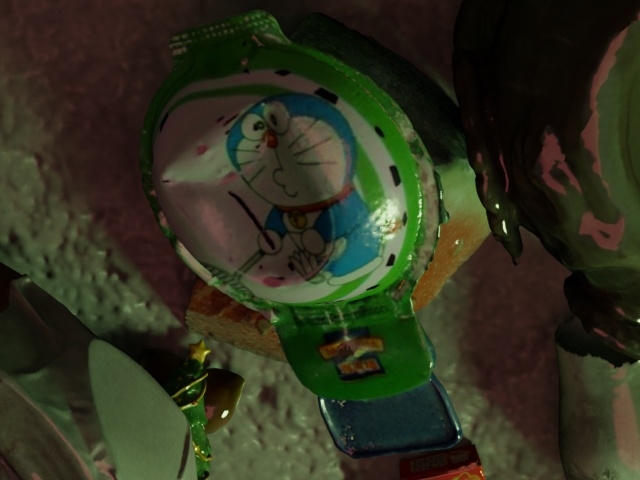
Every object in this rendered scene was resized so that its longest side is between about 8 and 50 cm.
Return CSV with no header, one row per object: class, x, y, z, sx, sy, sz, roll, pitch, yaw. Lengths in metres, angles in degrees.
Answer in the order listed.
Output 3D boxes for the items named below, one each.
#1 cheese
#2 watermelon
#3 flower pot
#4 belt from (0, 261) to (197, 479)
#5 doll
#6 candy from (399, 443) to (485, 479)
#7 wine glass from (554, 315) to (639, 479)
cheese,-0.004,0.005,1.195,0.204,0.083,0.320,-11,113,29
watermelon,0.000,0.000,1.305,0.193,0.140,0.257,35,114,-3
flower pot,0.222,-0.086,1.191,0.302,0.213,0.302,-3,108,-10
belt,-0.247,0.129,1.299,0.338,0.122,0.217,35,114,5
doll,-0.105,0.132,1.361,0.078,0.076,0.113,17,109,3
candy,0.101,0.216,1.412,0.062,0.038,0.122,-13,110,5
wine glass,0.221,0.163,1.358,0.103,0.103,0.222,-11,109,4
